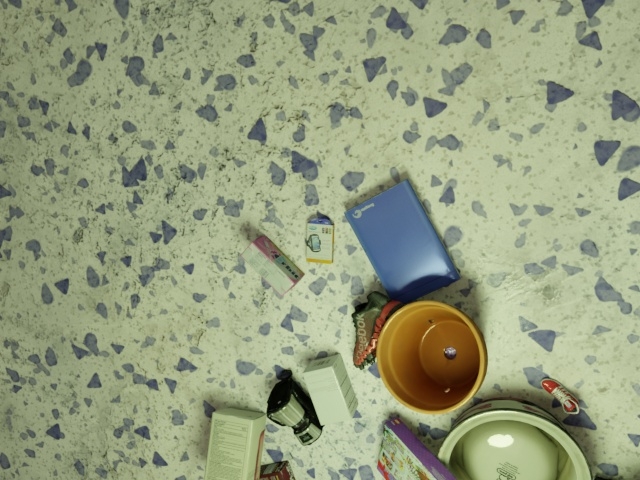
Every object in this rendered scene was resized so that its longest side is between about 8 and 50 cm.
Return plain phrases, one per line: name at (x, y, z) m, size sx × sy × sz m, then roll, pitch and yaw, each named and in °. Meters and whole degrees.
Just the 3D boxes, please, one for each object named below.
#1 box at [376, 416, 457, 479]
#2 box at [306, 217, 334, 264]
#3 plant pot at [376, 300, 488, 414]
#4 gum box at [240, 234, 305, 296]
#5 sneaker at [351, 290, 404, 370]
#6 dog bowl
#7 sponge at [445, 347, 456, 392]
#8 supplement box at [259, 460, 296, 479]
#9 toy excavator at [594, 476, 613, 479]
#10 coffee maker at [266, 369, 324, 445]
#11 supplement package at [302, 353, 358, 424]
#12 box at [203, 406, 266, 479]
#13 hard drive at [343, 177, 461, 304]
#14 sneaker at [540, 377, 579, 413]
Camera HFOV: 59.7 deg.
box at (0.279, 0.685, 1.612) m, size 0.293 × 0.057 × 0.201 m, roll 40°, pitch 133°, yaw 48°
box at (0.000, 0.000, 1.674) m, size 0.081 × 0.028 × 0.136 m, roll 6°, pitch 101°, yaw 16°
plant pot at (0.325, 0.312, 1.519) m, size 0.291 × 0.203 × 0.291 m, roll -5°, pitch 80°, yaw 30°
gum box at (-0.147, 0.071, 1.690) m, size 0.188 × 0.107 × 0.062 m, roll 44°, pitch 110°, yaw 4°
sneaker at (0.147, 0.261, 1.652) m, size 0.135 × 0.098 × 0.276 m, roll 40°, pitch 126°, yaw 28°
dog bowl at (0.540, 0.633, 1.584) m, size 0.408 × 0.150 × 0.408 m, roll 4°, pitch 103°, yaw 15°
sponge at (0.367, 0.388, 1.645) m, size 0.210 × 0.031 × 0.117 m, roll -42°, pitch 88°, yaw 21°
supplement box at (-0.202, 0.841, 1.894) m, size 0.239 × 0.073 × 0.130 m, roll -18°, pitch 96°, yaw 20°
toy excavator at (0.853, 0.883, 1.486) m, size 0.222 × 0.433 × 0.445 m, roll 3°, pitch 75°, yaw 16°
coffee maker at (-0.067, 0.525, 1.756) m, size 0.120 × 0.171 × 0.178 m, roll -20°, pitch 118°, yaw 41°
supplement package at (0.033, 0.460, 1.722) m, size 0.105 × 0.105 × 0.179 m, roll -17°, pitch 96°, yaw 19°
box at (-0.276, 0.678, 1.816) m, size 0.149 × 0.127 × 0.232 m, roll 5°, pitch 83°, yaw 18°
hard drive at (0.233, 0.011, 1.598) m, size 0.210 × 0.040 × 0.318 m, roll -28°, pitch 93°, yaw 21°
sneaker at (0.667, 0.433, 1.545) m, size 0.118 × 0.067 × 0.042 m, roll 35°, pitch 109°, yaw 7°
